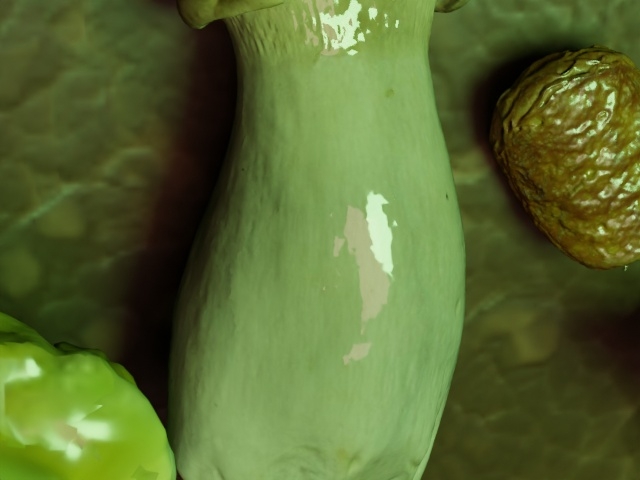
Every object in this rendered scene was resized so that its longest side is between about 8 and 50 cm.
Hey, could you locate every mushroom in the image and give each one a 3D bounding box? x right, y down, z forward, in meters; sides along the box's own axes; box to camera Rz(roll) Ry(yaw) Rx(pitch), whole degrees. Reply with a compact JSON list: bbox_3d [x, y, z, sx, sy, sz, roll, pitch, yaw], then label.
[{"bbox_3d":[0.000,-0.001,0.562,0.097,0.088,0.212,6,110,16],"label":"mushroom"}]

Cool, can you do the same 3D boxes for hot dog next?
[{"bbox_3d":[0.093,-0.031,0.602,0.058,0.035,0.083,-31,119,-1],"label":"hot dog"}]

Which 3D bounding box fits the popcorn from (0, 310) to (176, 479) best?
[{"bbox_3d":[-0.154,0.147,0.545,0.225,0.174,0.286,3,125,-1],"label":"popcorn"}]
